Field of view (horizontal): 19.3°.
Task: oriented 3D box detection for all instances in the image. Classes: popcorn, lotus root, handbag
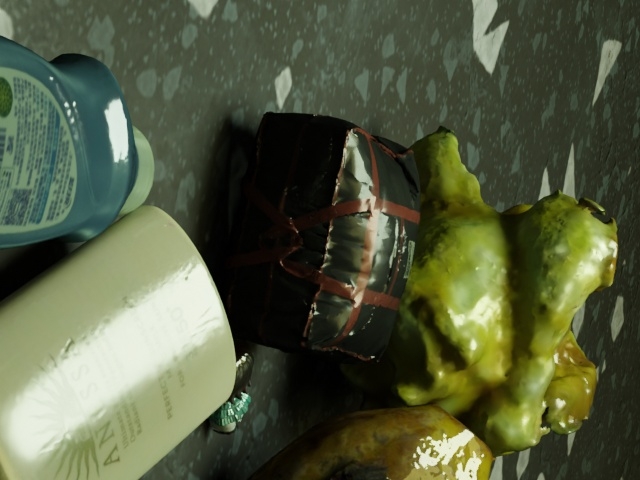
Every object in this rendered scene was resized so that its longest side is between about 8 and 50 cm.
[{"bbox_3d":[0.133,0.058,1.889,0.321,0.290,0.325,-168,-125,-78],"label":"popcorn"},{"bbox_3d":[0.022,0.250,1.711,0.291,0.193,0.193,-32,146,-1],"label":"lotus root"},{"bbox_3d":[0.000,0.000,1.658,0.169,0.155,0.215,11,88,-62],"label":"handbag"}]

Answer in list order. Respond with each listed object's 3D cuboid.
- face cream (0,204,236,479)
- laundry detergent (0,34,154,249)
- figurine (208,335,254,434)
[{"bbox_3d":[-0.194,0.121,1.312,0.348,0.081,0.173,-38,116,-47],"label":"face cream"},{"bbox_3d":[-0.201,-0.062,1.278,0.290,0.094,0.143,5,91,-69],"label":"laundry detergent"},{"bbox_3d":[-0.087,0.128,1.657,0.060,0.047,0.106,-34,143,-30],"label":"figurine"}]
